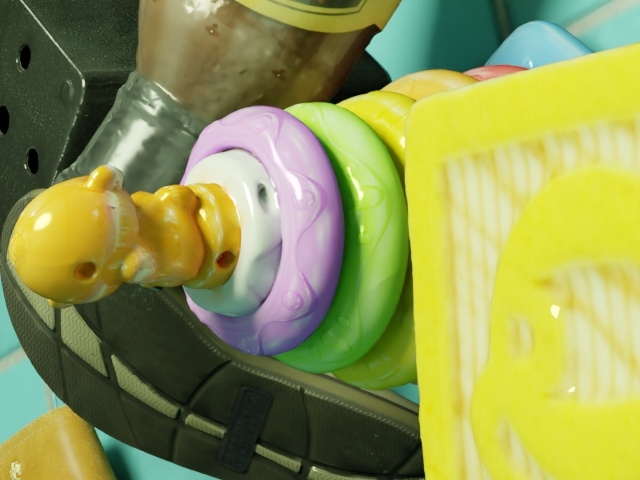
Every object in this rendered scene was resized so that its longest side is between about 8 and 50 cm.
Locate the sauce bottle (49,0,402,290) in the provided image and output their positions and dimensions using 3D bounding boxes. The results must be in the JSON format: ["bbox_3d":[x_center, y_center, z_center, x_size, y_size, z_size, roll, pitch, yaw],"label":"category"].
[{"bbox_3d":[-0.008,-0.136,0.920,0.111,0.111,0.344,32,91,48],"label":"sauce bottle"}]

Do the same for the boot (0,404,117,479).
[{"bbox_3d":[-0.127,0.194,1.184,0.295,0.104,0.211,-39,60,50],"label":"boot"}]

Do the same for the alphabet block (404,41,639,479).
[{"bbox_3d":[0.166,0.033,0.719,0.192,0.197,0.193,-12,80,52],"label":"alphabet block"}]

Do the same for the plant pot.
[{"bbox_3d":[-0.103,-0.062,1.102,0.188,0.167,0.187,50,128,40],"label":"plant pot"}]

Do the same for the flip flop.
[{"bbox_3d":[-0.040,0.061,1.012,0.277,0.080,0.112,27,127,4],"label":"flip flop"}]

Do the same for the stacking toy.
[{"bbox_3d":[0.000,0.000,0.852,0.166,0.302,0.175,52,130,39],"label":"stacking toy"}]
